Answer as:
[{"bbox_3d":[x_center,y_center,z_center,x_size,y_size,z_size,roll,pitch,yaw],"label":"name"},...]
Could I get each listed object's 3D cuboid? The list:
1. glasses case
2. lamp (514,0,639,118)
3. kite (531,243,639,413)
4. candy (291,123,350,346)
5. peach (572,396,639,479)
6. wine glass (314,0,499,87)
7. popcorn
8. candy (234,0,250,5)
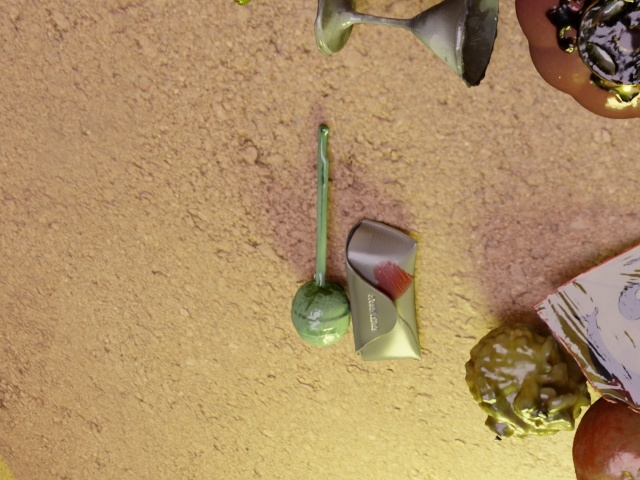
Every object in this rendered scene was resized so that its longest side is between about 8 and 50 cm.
[{"bbox_3d":[0.115,0.115,1.468,0.128,0.083,0.308,10,128,24],"label":"glasses case"},{"bbox_3d":[0.374,-0.273,0.926,0.306,0.239,0.305,16,130,19],"label":"lamp"},{"bbox_3d":[0.517,0.120,1.225,0.378,0.013,0.327,16,110,17],"label":"kite"},{"bbox_3d":[0.000,0.000,1.451,0.119,0.119,0.439,12,121,21],"label":"candy"},{"bbox_3d":[0.522,0.367,1.340,0.233,0.232,0.232,15,129,19],"label":"peach"},{"bbox_3d":[0.117,-0.302,1.122,0.232,0.156,0.156,15,130,25],"label":"wine glass"},{"bbox_3d":[0.354,0.240,1.371,0.189,0.169,0.218,-19,119,39],"label":"popcorn"},{"bbox_3d":[-0.085,-0.396,1.235,0.123,0.035,0.035,-16,118,28],"label":"candy"}]
